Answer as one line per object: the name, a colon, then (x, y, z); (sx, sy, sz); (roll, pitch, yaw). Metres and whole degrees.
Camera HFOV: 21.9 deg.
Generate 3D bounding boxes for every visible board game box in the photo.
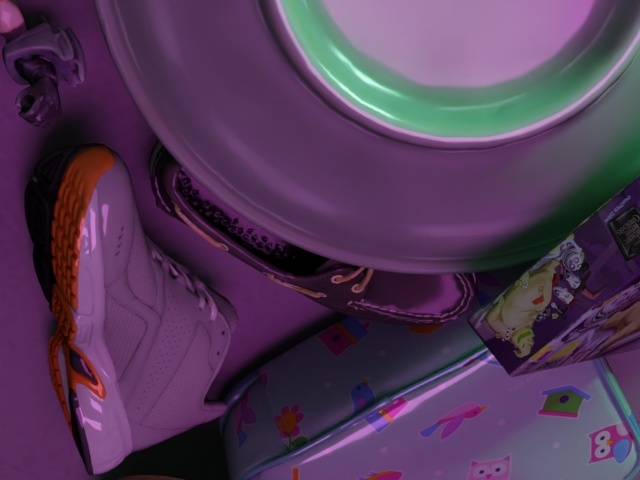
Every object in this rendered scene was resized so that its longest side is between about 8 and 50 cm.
board game box: (0.242, -0.005, 1.017); (0.208, 0.056, 0.347); (-47, 160, 21)

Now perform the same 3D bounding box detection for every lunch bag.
lunch bag: (0.076, 0.146, 1.170); (0.279, 0.108, 0.224); (-30, 129, 6)

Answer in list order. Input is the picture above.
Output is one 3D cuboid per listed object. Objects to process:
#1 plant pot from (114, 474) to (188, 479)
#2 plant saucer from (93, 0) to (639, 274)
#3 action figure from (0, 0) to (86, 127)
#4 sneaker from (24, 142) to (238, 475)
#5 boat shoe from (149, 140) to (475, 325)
plant pot: (-0.057, 0.245, 1.154); (0.236, 0.032, 0.236); (19, 147, 13)
plant saucer: (0.071, -0.161, 0.875); (0.400, 0.100, 0.401); (-1, 107, -2)
action figure: (-0.228, -0.073, 0.933); (0.185, 0.099, 0.285); (3, 120, -12)
sneaker: (-0.113, 0.033, 1.049); (0.121, 0.099, 0.262); (-17, 139, -18)
boat shoe: (0.000, 0.000, 1.031); (0.227, 0.069, 0.081); (24, 98, -14)
